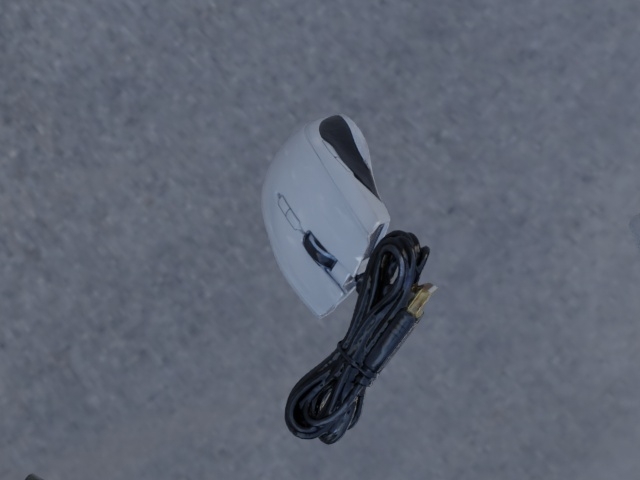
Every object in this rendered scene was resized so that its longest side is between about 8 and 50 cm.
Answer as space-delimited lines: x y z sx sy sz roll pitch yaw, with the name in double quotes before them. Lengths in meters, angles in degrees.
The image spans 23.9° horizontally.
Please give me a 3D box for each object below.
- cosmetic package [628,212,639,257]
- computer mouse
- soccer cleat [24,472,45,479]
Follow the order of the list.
"cosmetic package" 0.344 0.160 0.737 0.161 0.230 0.453 -32 99 13
"computer mouse" 0.000 0.000 0.739 0.042 0.193 0.106 17 119 -24
"soccer cleat" -0.240 0.299 1.222 0.116 0.143 0.331 -53 180 20
